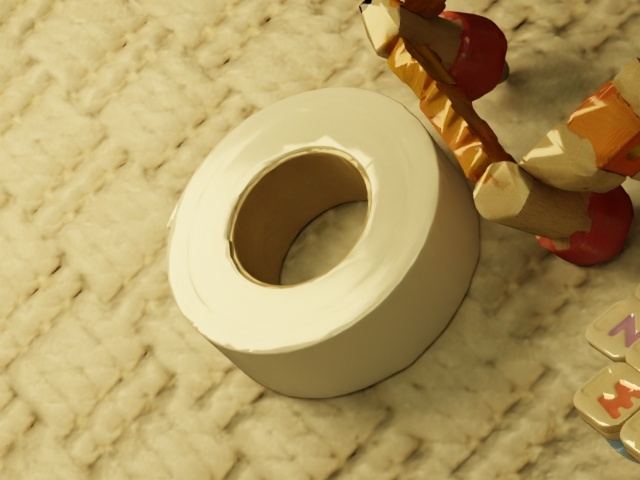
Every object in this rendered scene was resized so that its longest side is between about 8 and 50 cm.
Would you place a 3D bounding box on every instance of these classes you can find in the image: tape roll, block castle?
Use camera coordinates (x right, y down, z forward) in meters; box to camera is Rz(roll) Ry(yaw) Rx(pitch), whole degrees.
[{"bbox_3d":[0.000,0.000,1.782,0.286,0.100,0.286,-15,56,23],"label":"tape roll"},{"bbox_3d":[0.282,-0.221,1.640,0.453,0.213,0.303,-46,57,22],"label":"block castle"}]

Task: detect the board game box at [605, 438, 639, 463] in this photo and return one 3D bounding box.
[{"bbox_3d":[0.306,0.120,1.572,0.133,0.033,0.169,21,69,43],"label":"board game box"}]

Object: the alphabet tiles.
[{"bbox_3d":[0.339,0.068,1.520,0.284,0.021,0.278,-38,30,-7],"label":"alphabet tiles"}]
